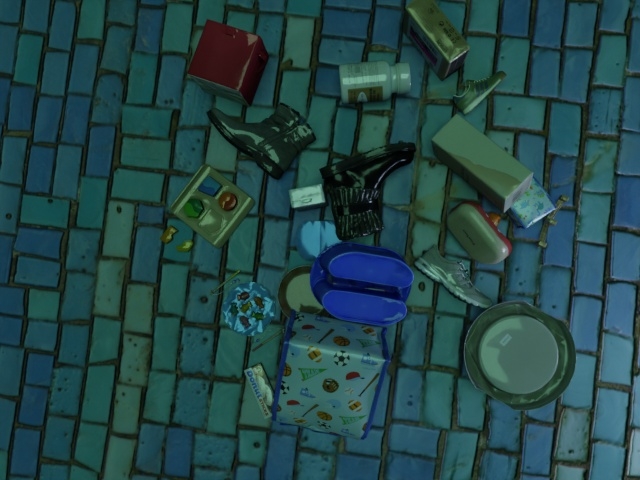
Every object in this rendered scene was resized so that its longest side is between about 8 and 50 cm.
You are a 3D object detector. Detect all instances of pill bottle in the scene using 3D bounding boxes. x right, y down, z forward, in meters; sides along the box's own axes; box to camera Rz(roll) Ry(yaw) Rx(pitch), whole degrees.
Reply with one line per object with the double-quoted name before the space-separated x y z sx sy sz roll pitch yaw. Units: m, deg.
"pill bottle" 0.179 -0.531 1.825 0.230 0.131 0.131 -5 87 3

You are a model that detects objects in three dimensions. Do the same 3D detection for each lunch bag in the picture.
"lunch bag" 0.667 -0.132 1.793 0.129 0.096 0.151 -35 95 2
"lunch bag" 0.023 0.442 1.731 0.328 0.239 0.385 10 113 3

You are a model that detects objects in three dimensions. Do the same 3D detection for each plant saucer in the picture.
"plant saucer" -0.045 0.183 1.851 0.199 0.036 0.198 0 86 4

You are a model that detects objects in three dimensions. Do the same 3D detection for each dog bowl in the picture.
"dog bowl" 0.629 0.363 1.768 0.349 0.102 0.348 0 87 3

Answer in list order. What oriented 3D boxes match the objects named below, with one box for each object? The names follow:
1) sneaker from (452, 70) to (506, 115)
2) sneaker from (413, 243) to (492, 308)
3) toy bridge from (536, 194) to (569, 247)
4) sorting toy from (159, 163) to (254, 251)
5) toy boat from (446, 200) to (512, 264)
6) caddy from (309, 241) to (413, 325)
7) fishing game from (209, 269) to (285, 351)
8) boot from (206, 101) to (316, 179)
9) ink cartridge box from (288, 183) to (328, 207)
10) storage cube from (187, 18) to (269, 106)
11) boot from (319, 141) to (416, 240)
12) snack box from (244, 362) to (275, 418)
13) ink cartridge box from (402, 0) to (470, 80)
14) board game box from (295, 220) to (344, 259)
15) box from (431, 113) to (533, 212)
"sneaker" 0.526 -0.515 1.835 0.192 0.064 0.086 -44 90 4
"sneaker" 0.449 0.119 1.789 0.281 0.105 0.115 36 89 5
"toy bridge" 0.755 -0.060 1.799 0.026 0.063 0.188 26 90 5
"sorting toy" -0.404 -0.082 1.884 0.229 0.041 0.307 37 90 5
"toy boat" 0.536 -0.038 1.791 0.151 0.151 0.231 -35 85 -28
"caddy" 0.138 0.137 1.769 0.342 0.179 0.241 10 96 -8
"fishing game" -0.244 0.234 1.860 0.189 0.041 0.264 -34 86 4
"boot" -0.198 -0.387 1.863 0.338 0.118 0.222 39 87 -6
"ink cartridge box" -0.037 -0.139 1.807 0.109 0.150 0.063 -10 87 5
"storage cube" -0.302 -0.588 1.832 0.215 0.183 0.193 20 89 4
"boot" 0.182 -0.162 1.806 0.348 0.131 0.260 -19 93 -7
"snack box" -0.194 0.507 1.851 0.064 0.022 0.178 -25 86 3
"ink cartridge box" 0.372 -0.660 1.788 0.088 0.193 0.234 -37 85 3
"board game box" 0.000 0.000 1.861 0.169 0.033 0.133 0 93 8
"box" 0.510 -0.246 1.745 0.121 0.148 0.311 -45 67 1
